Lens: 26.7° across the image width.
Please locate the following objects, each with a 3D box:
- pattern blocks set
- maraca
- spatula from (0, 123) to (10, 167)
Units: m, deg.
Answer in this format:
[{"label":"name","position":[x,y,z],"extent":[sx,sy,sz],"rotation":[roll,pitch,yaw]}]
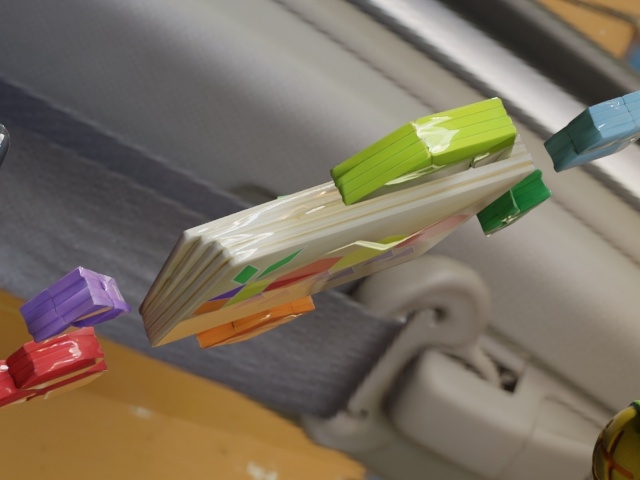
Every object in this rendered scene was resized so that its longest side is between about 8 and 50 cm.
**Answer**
[{"label":"pattern blocks set","position":[0.000,0.000,0.655],"extent":[0.285,0.324,0.026],"rotation":[-37,-107,52]},{"label":"maraca","position":[0.311,0.210,1.281],"extent":[0.186,0.099,0.127],"rotation":[84,-3,-61]},{"label":"spatula","position":[-0.246,0.064,0.749],"extent":[0.296,0.084,0.030],"rotation":[-66,164,-10]}]
